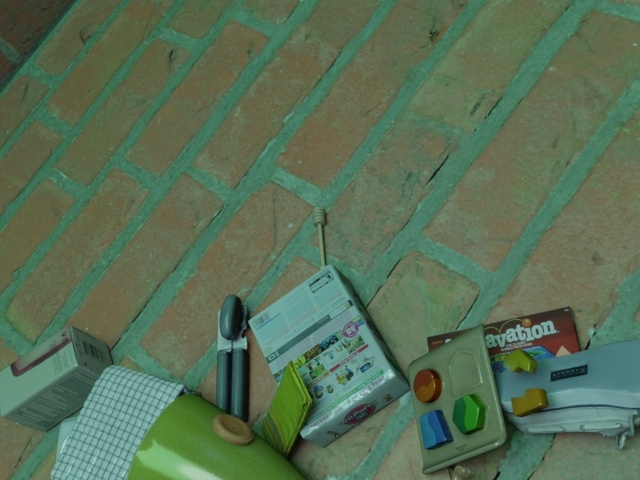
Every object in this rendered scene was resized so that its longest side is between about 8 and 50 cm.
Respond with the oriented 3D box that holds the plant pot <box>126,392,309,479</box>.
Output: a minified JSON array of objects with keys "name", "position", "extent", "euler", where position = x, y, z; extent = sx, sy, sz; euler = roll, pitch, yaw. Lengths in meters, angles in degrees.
[{"name":"plant pot","position":[-0.173,0.475,1.476],"extent":[0.294,0.275,0.274],"euler":[18,73,20]}]

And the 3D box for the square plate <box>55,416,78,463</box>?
[{"name":"square plate","position":[-0.473,0.537,1.710],"extent":[0.347,0.049,0.343],"euler":[-14,59,21]}]

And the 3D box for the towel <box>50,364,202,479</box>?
[{"name":"towel","position":[-0.399,0.424,1.632],"extent":[0.235,0.121,0.283],"euler":[10,68,30]}]

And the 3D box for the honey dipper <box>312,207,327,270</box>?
[{"name":"honey dipper","position":[0.000,0.000,1.763],"extent":[0.031,0.030,0.160],"euler":[-15,60,21]}]

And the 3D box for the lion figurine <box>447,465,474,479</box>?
[{"name":"lion figurine","position":[0.333,0.534,1.250],"extent":[0.392,0.142,0.240],"euler":[10,77,47]}]

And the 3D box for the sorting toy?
[{"name":"sorting toy","position":[0.261,0.266,1.366],"extent":[0.307,0.041,0.229],"euler":[-40,43,45]}]

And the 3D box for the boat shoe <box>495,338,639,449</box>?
[{"name":"boat shoe","position":[0.482,0.276,1.291],"extent":[0.367,0.156,0.135],"euler":[-18,28,32]}]

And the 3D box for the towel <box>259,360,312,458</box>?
[{"name":"towel","position":[-0.074,0.348,1.520],"extent":[0.102,0.021,0.237],"euler":[58,142,36]}]

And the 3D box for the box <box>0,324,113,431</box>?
[{"name":"box","position":[-0.630,0.331,1.843],"extent":[0.232,0.148,0.126],"euler":[-33,53,8]}]

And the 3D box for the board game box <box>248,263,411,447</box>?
[{"name":"board game box","position":[0.013,0.232,1.589],"extent":[0.224,0.097,0.303],"euler":[-35,52,8]}]

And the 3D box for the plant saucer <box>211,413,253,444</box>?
[{"name":"plant saucer","position":[-0.164,0.351,1.444],"extent":[0.083,0.084,0.013],"euler":[37,108,37]}]

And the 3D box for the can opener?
[{"name":"can opener","position":[-0.202,0.261,1.696],"extent":[0.074,0.093,0.280],"euler":[-13,63,20]}]

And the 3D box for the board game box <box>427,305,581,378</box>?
[{"name":"board game box","position":[0.346,0.223,1.460],"extent":[0.281,0.027,0.145],"euler":[-16,57,20]}]
